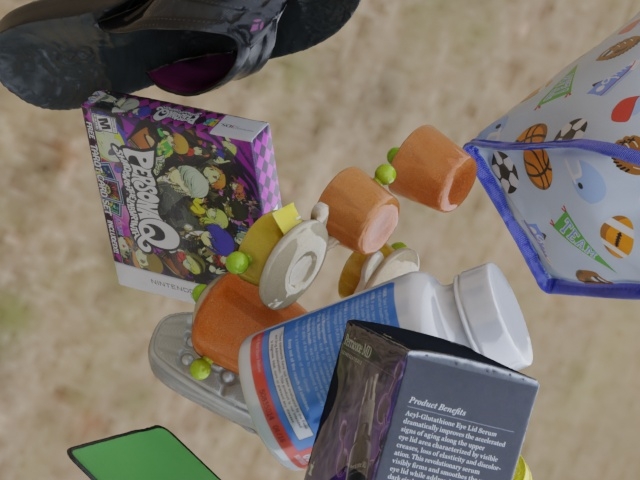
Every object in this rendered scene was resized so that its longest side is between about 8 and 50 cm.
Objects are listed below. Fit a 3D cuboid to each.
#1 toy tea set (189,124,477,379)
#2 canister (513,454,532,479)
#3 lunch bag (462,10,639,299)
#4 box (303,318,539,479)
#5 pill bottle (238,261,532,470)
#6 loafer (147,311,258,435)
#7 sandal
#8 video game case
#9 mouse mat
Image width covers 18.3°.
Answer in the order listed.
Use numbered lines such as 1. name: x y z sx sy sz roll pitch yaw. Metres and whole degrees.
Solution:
1. toy tea set: 0.000 0.000 1.815 0.336 0.124 0.200 -29 141 -45
2. canister: 0.146 0.245 1.813 0.073 0.126 0.170 -49 143 -20
3. lunch bag: 0.396 -0.096 1.984 0.328 0.239 0.385 -40 -163 -23
4. box: 0.063 0.176 1.470 0.153 0.108 0.207 -162 -94 -73
5. pill bottle: 0.055 0.098 1.629 0.124 0.221 0.124 57 19 -33
6. loafer: -0.017 0.159 1.893 0.111 0.319 0.112 121 -10 -56
7. sandal: -0.141 -0.197 1.955 0.167 0.446 0.107 45 41 -37
8. video game case: -0.134 -0.034 2.042 0.042 0.210 0.232 -48 141 -43
9. mouse mat: -0.106 0.201 1.520 0.007 0.152 0.190 -50 167 11
